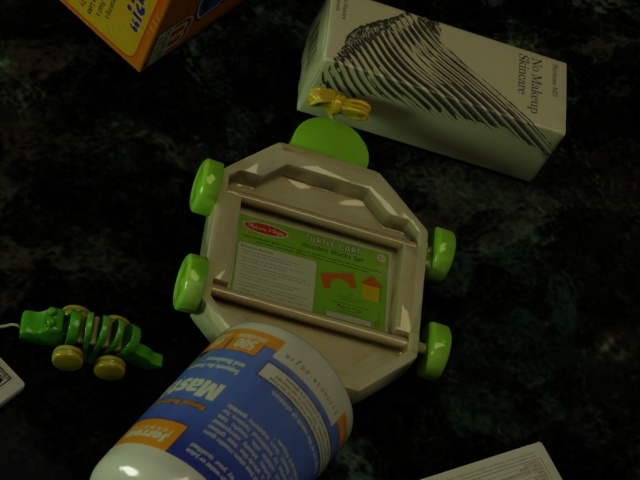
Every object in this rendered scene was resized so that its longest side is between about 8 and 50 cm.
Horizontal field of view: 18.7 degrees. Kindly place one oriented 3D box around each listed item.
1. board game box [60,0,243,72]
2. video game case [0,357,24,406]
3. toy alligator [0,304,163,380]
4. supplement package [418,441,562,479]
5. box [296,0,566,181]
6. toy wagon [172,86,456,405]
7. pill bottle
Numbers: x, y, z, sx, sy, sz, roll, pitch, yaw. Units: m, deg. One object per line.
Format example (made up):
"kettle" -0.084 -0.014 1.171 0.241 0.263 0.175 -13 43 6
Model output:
"board game box" -0.150 -0.470 1.985 0.356 0.356 0.356 43 51 9
"video game case" -0.362 0.111 1.696 0.157 0.019 0.143 45 51 10
"toy alligator" -0.229 0.081 1.754 0.190 0.051 0.056 15 51 -14
"supplement package" 0.130 0.347 1.626 0.198 0.199 0.262 -13 63 -31
"box" 0.119 -0.163 2.057 0.275 0.094 0.113 15 52 -13
"toy wagon" 0.000 0.000 1.906 0.267 0.068 0.344 17 51 -13
"pill bottle" -0.102 0.205 1.656 0.152 0.152 0.272 39 50 6
